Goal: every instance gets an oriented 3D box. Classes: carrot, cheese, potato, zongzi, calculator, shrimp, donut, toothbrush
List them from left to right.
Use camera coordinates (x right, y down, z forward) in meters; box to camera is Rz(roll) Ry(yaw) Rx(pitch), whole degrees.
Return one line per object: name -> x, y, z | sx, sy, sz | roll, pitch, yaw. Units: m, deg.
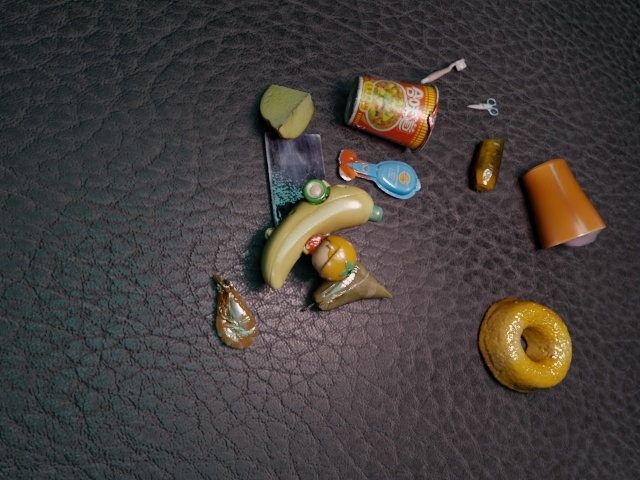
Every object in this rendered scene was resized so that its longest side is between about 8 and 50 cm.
shrimp -> -0.206, 0.164, 1.141 | 0.091, 0.043, 0.184 | -18, 88, -19
potato -> -0.104, -0.317, 1.254 | 0.120, 0.081, 0.149 | 22, 62, 26
calculator -> -0.058, -0.154, 1.266 | 0.161, 0.021, 0.262 | -3, 82, -22
zongzi -> 0.074, 0.153, 1.233 | 0.178, 0.081, 0.189 | 43, 73, -14
cheese -> 0.165, -0.182, 1.348 | 0.256, 0.037, 0.106 | 13, 75, -17
toothbrush -> 0.361, -0.488, 1.428 | 0.307, 0.025, 0.030 | -37, 104, -45
carrot -> 0.494, -0.229, 1.457 | 0.082, 0.082, 0.173 | 20, 73, -16
donut -> 0.586, 0.294, 1.382 | 0.277, 0.108, 0.278 | 4, 79, -20

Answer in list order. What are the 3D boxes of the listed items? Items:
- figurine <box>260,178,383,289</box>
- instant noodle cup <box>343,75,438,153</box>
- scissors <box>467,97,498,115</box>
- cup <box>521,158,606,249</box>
figurine -> 0.000, 0.000, 1.165 | 0.222, 0.124, 0.324 | 42, 77, 7
instant noodle cup -> 0.182, -0.349, 1.316 | 0.212, 0.193, 0.193 | 12, 76, -11
scissors -> 0.507, -0.416, 1.531 | 0.119, 0.014, 0.058 | -8, 82, -25
cup -> 0.732, -0.103, 1.494 | 0.226, 0.182, 0.264 | -5, 73, -55
